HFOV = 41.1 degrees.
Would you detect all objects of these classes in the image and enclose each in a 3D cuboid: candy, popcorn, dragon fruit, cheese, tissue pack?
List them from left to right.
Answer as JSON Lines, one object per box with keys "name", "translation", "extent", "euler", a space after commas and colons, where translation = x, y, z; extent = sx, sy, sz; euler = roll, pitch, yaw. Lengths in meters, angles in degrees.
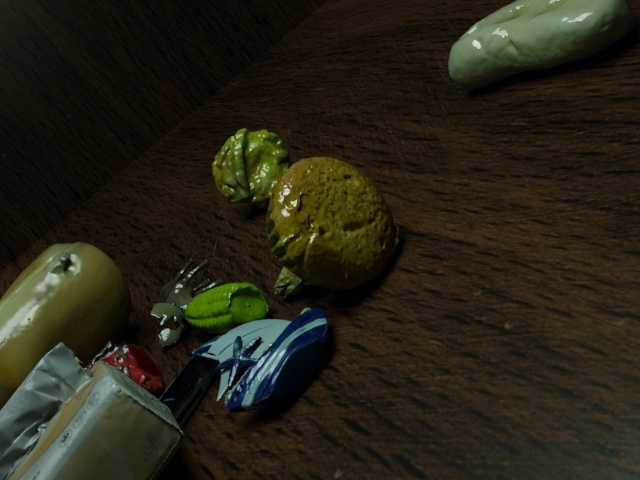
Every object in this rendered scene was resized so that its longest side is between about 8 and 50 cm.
{"name": "tissue pack", "translation": [-0.375, 0.323, 1.215], "extent": [0.305, 0.238, 0.238], "euler": [-54, 26, -8]}
{"name": "dragon fruit", "translation": [-0.354, 0.270, 1.462], "extent": [0.172, 0.160, 0.166], "euler": [-46, 17, 2]}
{"name": "candy", "translation": [-0.185, 0.130, 1.571], "extent": [0.209, 0.097, 0.097], "euler": [-12, 33, 50]}
{"name": "popcorn", "translation": [-0.164, -0.165, 2.000], "extent": [0.197, 0.197, 0.155], "euler": [-50, 8, -29]}
{"name": "cheese", "translation": [0.427, -0.397, 1.652], "extent": [0.351, 0.130, 0.328], "euler": [-33, 22, 7]}

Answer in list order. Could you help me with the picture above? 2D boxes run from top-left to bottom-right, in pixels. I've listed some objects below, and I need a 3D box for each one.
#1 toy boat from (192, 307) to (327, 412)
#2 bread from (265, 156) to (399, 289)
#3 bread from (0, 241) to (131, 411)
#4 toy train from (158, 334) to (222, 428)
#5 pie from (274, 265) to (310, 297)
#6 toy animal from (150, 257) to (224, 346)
{"name": "toy boat", "translation": [-0.115, 0.196, 1.362], "extent": [0.291, 0.070, 0.210], "euler": [-15, 27, 33]}
{"name": "bread", "translation": [0.010, -0.026, 1.424], "extent": [0.139, 0.240, 0.240], "euler": [-25, 23, 50]}
{"name": "bread", "translation": [-0.580, 0.207, 1.780], "extent": [0.348, 0.253, 0.376], "euler": [-18, 27, 47]}
{"name": "toy train", "translation": [-0.223, 0.255, 1.452], "extent": [0.055, 0.048, 0.252], "euler": [-6, 31, 33]}
{"name": "pie", "translation": [0.000, 0.000, 1.583], "extent": [0.128, 0.068, 0.282], "euler": [-29, 22, 47]}
{"name": "toy animal", "translation": [-0.283, 0.127, 1.740], "extent": [0.186, 0.094, 0.214], "euler": [-41, 15, -20]}
